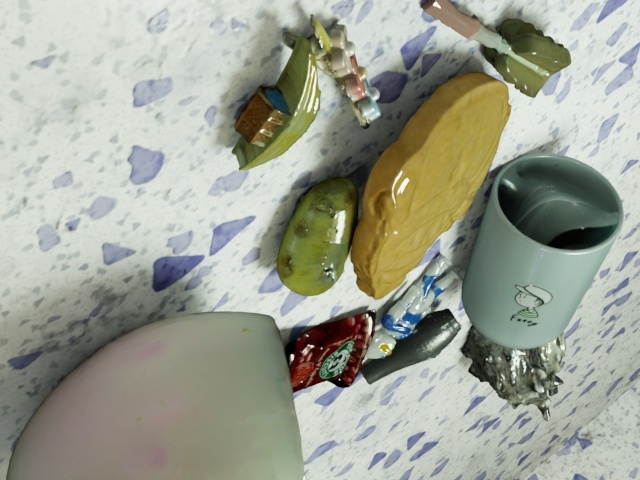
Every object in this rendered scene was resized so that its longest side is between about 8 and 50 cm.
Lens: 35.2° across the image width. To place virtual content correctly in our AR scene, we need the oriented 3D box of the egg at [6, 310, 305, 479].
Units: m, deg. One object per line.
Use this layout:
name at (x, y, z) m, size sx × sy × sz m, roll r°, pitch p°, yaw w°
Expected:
egg at (-0.200, 0.271, 1.201) m, size 0.340 × 0.354 × 0.354 m, roll -6°, pitch 142°, yaw -9°

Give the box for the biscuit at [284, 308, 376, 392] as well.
biscuit at (-0.008, 0.190, 1.579) m, size 0.235 × 0.063 × 0.151 m, roll -11°, pitch 140°, yaw -47°

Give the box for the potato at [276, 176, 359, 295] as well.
potato at (0.000, 0.000, 1.314) m, size 0.105 × 0.085 × 0.188 m, roll -19°, pitch 139°, yaw -44°

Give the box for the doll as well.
doll at (0.146, 0.127, 1.692) m, size 0.227 × 0.057 × 0.114 m, roll -44°, pitch 155°, yaw -1°

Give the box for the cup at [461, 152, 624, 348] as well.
cup at (0.352, 0.033, 1.659) m, size 0.205 × 0.205 × 0.312 m, roll -27°, pitch 148°, yaw -25°

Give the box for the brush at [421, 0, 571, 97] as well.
brush at (0.223, -0.250, 1.270) m, size 0.301 × 0.071 × 0.084 m, roll 14°, pitch 123°, yaw -50°

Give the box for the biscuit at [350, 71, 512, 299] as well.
biscuit at (0.153, -0.073, 1.359) m, size 0.312 × 0.057 × 0.351 m, roll -37°, pitch 154°, yaw -37°

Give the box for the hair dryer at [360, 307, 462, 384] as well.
hair dryer at (0.179, 0.207, 1.848) m, size 0.195 × 0.075 × 0.219 m, roll -34°, pitch 159°, yaw 6°

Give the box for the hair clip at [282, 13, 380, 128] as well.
hair clip at (0.029, -0.188, 1.125) m, size 0.056 × 0.062 × 0.214 m, roll -18°, pitch 153°, yaw 22°

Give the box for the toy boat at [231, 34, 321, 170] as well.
toy boat at (-0.046, -0.142, 1.077) m, size 0.066 × 0.065 × 0.172 m, roll 9°, pitch 135°, yaw -34°

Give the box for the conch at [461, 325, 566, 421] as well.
conch at (0.418, 0.217, 2.038) m, size 0.313 × 0.186 × 0.240 m, roll 35°, pitch 74°, yaw -43°
